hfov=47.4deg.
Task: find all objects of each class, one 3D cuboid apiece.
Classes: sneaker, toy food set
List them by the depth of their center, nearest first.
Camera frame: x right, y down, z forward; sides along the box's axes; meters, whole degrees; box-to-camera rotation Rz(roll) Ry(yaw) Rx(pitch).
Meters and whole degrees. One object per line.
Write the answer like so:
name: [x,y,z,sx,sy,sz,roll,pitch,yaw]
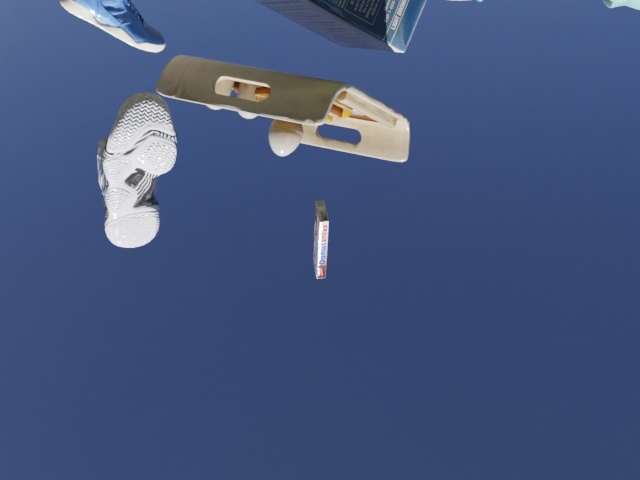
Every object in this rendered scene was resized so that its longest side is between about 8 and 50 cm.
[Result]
toy food set: [-0.032,-0.153,0.940,0.220,0.092,0.306,15,-175,23]
sneaker: [-0.268,-0.326,1.004,0.152,0.084,0.058,23,-157,-32]
sneaker: [-0.389,-0.178,1.495,0.138,0.365,0.210,-2,-136,-24]

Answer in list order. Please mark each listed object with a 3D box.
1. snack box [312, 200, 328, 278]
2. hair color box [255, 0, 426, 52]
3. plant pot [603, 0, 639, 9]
snack box: [0.000,0.000,1.561,0.022,0.178,0.064,-6,-133,-8]
hair color box: [-0.052,-0.351,0.892,0.347,0.105,0.174,19,-174,-30]
plant pot: [0.533,-0.488,1.162,0.196,0.293,0.293,-17,-144,15]
